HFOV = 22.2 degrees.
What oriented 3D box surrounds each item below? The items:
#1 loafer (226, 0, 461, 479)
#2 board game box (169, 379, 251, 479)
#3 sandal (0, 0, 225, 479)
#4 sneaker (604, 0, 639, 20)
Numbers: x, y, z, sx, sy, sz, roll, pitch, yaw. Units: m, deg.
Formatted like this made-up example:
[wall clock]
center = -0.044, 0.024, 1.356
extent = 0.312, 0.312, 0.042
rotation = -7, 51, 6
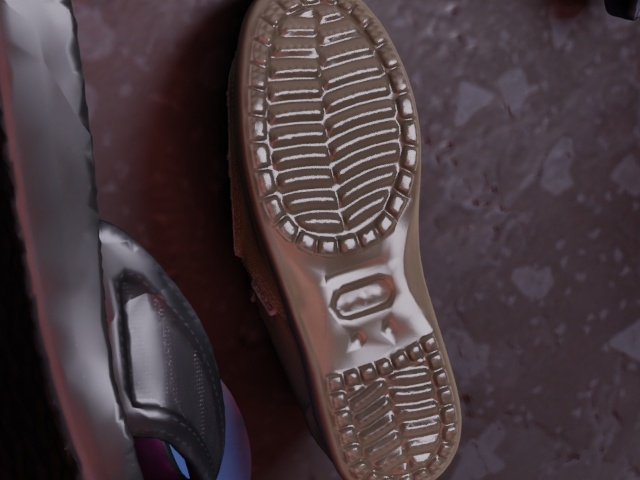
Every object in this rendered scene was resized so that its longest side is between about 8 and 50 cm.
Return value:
[loafer]
center = 0.000, 0.000, 0.848
extent = 0.102, 0.092, 0.269
rotation = -11, 93, -24
[board game box]
center = -0.122, 0.124, 0.857
extent = 0.168, 0.033, 0.133
rotation = 5, 104, -19
[sandal]
center = -0.105, 0.046, 0.741
extent = 0.107, 0.167, 0.446
rotation = -17, 112, -33
[sneaker]
center = 0.093, -0.201, 0.822
extent = 0.300, 0.111, 0.121
rotation = 21, 106, -23
